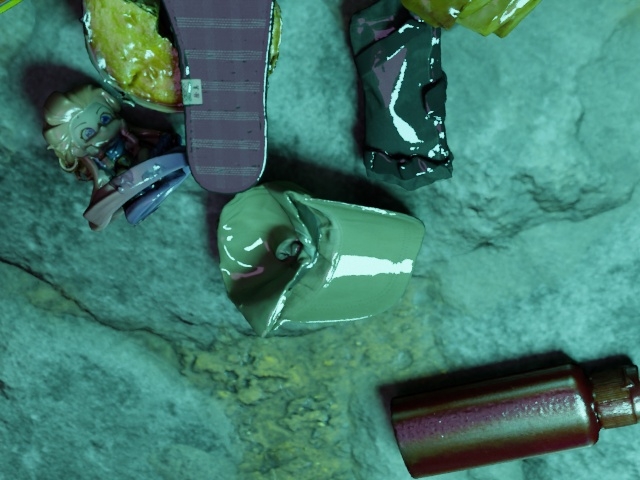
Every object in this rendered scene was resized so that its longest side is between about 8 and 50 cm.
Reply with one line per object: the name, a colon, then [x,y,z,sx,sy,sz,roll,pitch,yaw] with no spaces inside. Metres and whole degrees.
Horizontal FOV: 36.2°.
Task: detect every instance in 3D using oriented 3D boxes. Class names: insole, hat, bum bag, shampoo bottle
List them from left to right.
insole: [-0.092,-0.184,0.849,0.110,0.012,0.309,-1,115,-1]
hat: [0.000,0.000,0.987,0.173,0.144,0.166,-11,130,-36]
bum bag: [0.076,-0.133,0.903,0.087,0.049,0.198,-5,116,6]
shampoo bottle: [0.211,0.187,1.039,0.260,0.064,0.102,-15,114,16]

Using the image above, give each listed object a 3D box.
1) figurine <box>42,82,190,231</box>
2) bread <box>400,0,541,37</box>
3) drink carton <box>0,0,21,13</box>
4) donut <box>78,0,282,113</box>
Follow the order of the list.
figurine: [-0.204,-0.079,0.952,0.157,0.126,0.114,36,163,16]
bread: [0.102,-0.319,0.735,0.324,0.167,0.277,38,116,-12]
drink carton: [-0.294,-0.229,0.844,0.056,0.166,0.071,-19,112,18]
donut: [-0.120,-0.188,0.894,0.181,0.078,0.146,-8,117,6]
